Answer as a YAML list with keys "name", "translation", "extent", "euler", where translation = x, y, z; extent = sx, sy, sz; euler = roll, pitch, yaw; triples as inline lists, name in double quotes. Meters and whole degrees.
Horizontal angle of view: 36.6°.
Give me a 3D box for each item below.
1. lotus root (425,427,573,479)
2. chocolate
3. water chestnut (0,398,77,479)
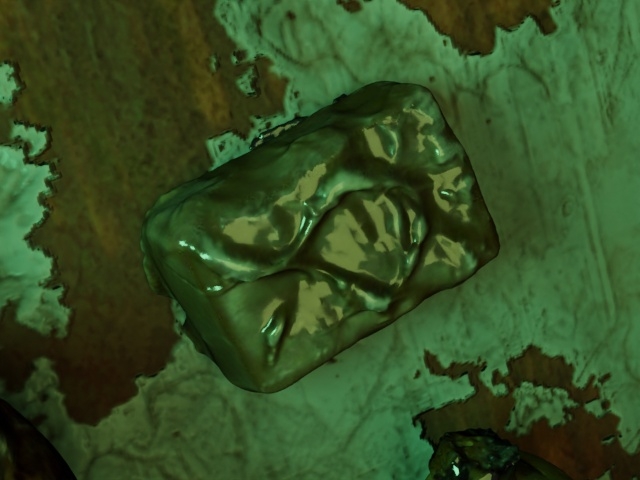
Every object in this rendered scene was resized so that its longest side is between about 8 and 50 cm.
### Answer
- name: "lotus root"
  translation: [0.148, 0.253, 0.685]
  extent: [0.146, 0.160, 0.284]
  euler: [-28, 110, -8]
- name: "chocolate"
  translation: [0.000, 0.000, 0.627]
  extent: [0.214, 0.093, 0.148]
  euler: [-33, 106, -12]
- name: "water chestnut"
  translation: [-0.245, 0.190, 0.488]
  extent: [0.289, 0.244, 0.289]
  euler: [-2, 97, -18]
